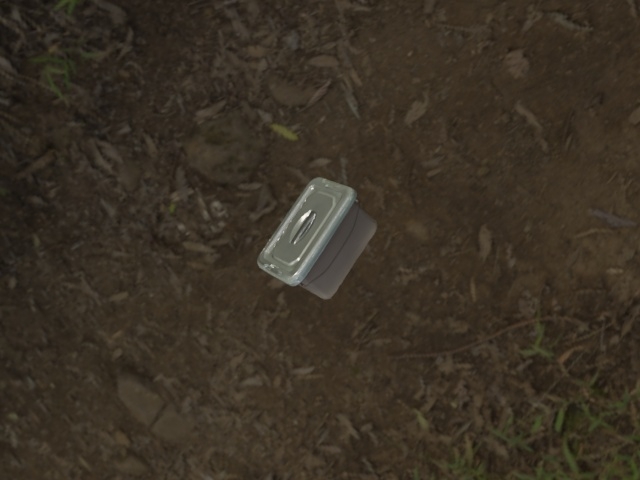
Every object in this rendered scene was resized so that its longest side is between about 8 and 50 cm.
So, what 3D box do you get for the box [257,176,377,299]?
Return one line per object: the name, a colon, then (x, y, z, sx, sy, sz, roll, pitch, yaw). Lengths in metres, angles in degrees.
box: (0.000, 0.000, 0.928, 0.062, 0.122, 0.089, 38, 172, -35)
